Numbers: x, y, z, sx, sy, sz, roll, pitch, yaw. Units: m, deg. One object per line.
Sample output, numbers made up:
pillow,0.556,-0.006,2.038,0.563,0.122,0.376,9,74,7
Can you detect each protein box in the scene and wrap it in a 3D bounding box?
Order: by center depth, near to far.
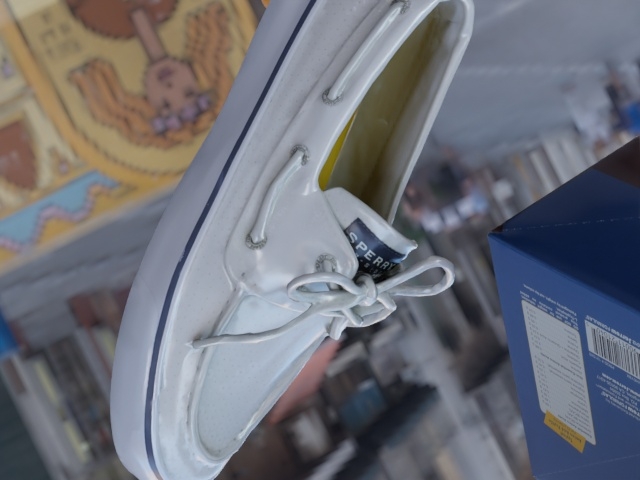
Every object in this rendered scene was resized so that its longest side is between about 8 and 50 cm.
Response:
protein box,0.227,0.079,1.071,0.136,0.201,0.200,-32,-143,-24

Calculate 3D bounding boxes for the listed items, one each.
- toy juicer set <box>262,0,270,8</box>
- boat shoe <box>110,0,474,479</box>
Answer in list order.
toy juicer set,-0.023,-0.344,1.807,0.089,0.209,0.329,-38,-160,29
boat shoe,0.005,0.001,1.093,0.156,0.367,0.136,21,174,34
